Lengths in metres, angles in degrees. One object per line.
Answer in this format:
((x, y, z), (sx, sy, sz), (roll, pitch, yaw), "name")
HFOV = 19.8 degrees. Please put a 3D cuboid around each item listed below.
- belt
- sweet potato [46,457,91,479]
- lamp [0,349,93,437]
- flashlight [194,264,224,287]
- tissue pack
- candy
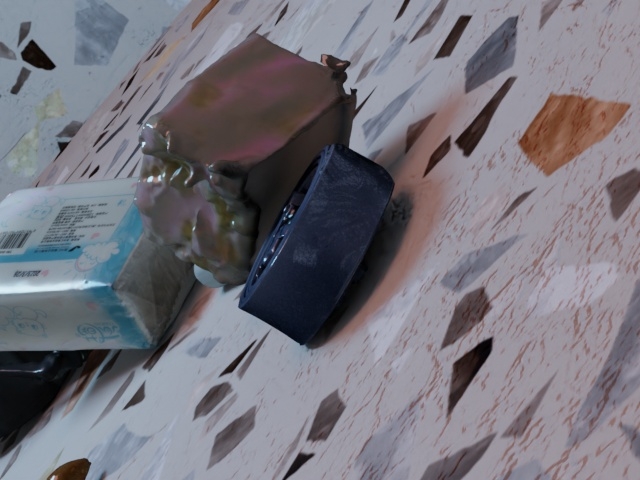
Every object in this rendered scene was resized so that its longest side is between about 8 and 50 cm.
((0.000, 0.000, 1.591), (0.141, 0.082, 0.190), (-51, 11, 43), "belt")
((-0.304, 0.299, 1.857), (0.202, 0.058, 0.055), (-50, -6, 8), "sweet potato")
((-0.458, 0.115, 2.335), (0.374, 0.272, 0.205), (-34, 21, 51), "lamp")
((-0.077, 0.010, 1.879), (0.093, 0.047, 0.200), (-56, 12, -24), "flashlight")
((-0.277, 0.030, 2.098), (0.271, 0.124, 0.201), (-3, 39, 32), "tissue pack")
((-0.068, -0.080, 1.716), (0.195, 0.137, 0.185), (-43, -24, -32), "candy")
